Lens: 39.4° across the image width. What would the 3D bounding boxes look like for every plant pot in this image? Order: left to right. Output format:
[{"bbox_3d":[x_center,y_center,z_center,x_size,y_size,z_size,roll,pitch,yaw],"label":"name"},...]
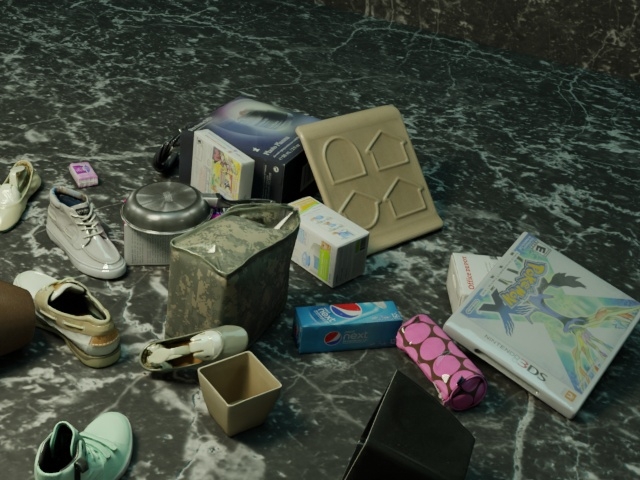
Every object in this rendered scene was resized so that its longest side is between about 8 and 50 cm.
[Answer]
[{"bbox_3d":[-0.641,0.140,1.599,0.231,0.215,0.215,1,29,-38],"label":"plant pot"},{"bbox_3d":[-0.145,0.275,1.564,0.109,0.096,0.109,-16,40,-33],"label":"plant pot"},{"bbox_3d":[0.140,0.357,1.432,0.167,0.187,0.188,26,34,4],"label":"plant pot"}]

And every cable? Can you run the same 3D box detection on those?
[{"bbox_3d":[-0.361,-0.227,2.291,0.047,0.150,0.184,44,0,4],"label":"cable"}]

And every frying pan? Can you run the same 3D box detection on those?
[{"bbox_3d":[-0.268,-0.068,1.929,0.326,0.053,0.197,5,33,3],"label":"frying pan"}]

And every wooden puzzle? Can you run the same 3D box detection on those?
[{"bbox_3d":[0.115,-0.145,2.191,0.322,0.080,0.347,-19,83,-36],"label":"wooden puzzle"}]

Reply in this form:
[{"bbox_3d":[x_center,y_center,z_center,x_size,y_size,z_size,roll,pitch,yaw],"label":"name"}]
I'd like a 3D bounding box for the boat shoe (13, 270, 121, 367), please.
[{"bbox_3d":[-0.490,0.123,1.725,0.302,0.103,0.113,28,37,30],"label":"boat shoe"}]

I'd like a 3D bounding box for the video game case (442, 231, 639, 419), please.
[{"bbox_3d":[0.457,0.159,1.809,0.300,0.036,0.329,35,54,18],"label":"video game case"}]

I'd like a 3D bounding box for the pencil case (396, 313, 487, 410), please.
[{"bbox_3d":[0.226,0.233,1.724,0.098,0.095,0.209,-30,40,-10],"label":"pencil case"}]

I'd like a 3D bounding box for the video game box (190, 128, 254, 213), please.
[{"bbox_3d":[-0.234,-0.132,2.095,0.048,0.205,0.187,-17,40,-36],"label":"video game box"}]

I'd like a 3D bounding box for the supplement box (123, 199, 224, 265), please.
[{"bbox_3d":[-0.325,-0.019,1.983,0.220,0.113,0.111,-2,34,-13],"label":"supplement box"}]

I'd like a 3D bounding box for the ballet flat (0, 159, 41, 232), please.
[{"bbox_3d":[-0.718,-0.112,2.074,0.086,0.086,0.248,6,32,-2],"label":"ballet flat"}]

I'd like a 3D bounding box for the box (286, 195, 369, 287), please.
[{"bbox_3d":[0.000,0.000,2.018,0.103,0.114,0.203,-23,43,-38],"label":"box"}]

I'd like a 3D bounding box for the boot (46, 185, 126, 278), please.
[{"bbox_3d":[-0.514,-0.022,1.934,0.258,0.123,0.095,30,38,32],"label":"boot"}]

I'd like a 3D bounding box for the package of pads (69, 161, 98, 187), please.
[{"bbox_3d":[-0.591,-0.164,2.231,0.050,0.031,0.083,-10,36,-28],"label":"package of pads"}]

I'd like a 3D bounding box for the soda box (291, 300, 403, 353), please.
[{"bbox_3d":[0.053,0.173,1.794,0.210,0.071,0.067,-3,34,-16],"label":"soda box"}]

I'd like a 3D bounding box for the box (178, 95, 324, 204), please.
[{"bbox_3d":[-0.159,-0.212,2.265,0.294,0.182,0.296,18,33,19],"label":"box"}]

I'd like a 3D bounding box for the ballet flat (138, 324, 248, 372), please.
[{"bbox_3d":[-0.233,0.201,1.616,0.213,0.072,0.068,-16,-15,21],"label":"ballet flat"}]

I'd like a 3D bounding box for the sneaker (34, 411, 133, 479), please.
[{"bbox_3d":[-0.361,0.320,1.393,0.094,0.151,0.256,11,31,7],"label":"sneaker"}]

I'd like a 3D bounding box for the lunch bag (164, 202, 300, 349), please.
[{"bbox_3d":[-0.158,0.070,1.757,0.169,0.235,0.287,27,36,26],"label":"lunch bag"}]

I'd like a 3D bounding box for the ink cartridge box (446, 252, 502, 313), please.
[{"bbox_3d":[0.393,0.113,1.943,0.220,0.092,0.160,5,33,-4],"label":"ink cartridge box"}]
